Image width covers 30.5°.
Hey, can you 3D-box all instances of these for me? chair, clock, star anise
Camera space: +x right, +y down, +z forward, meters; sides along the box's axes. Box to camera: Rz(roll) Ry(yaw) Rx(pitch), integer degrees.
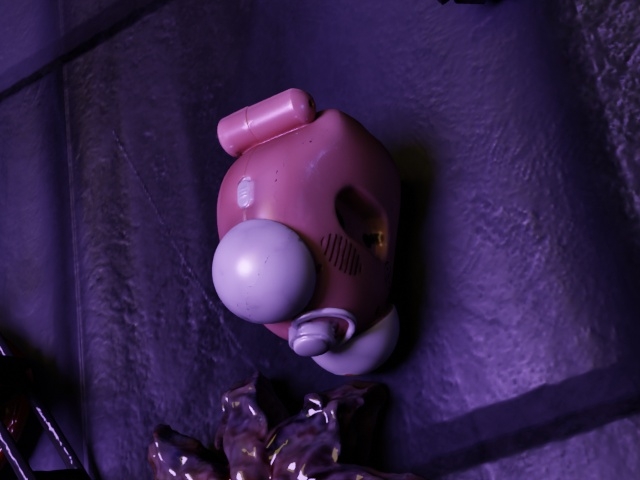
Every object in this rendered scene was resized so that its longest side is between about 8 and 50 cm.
[{"bbox_3d":[-0.296,0.137,0.896,0.154,0.141,0.260,-34,78,0],"label":"chair"},{"bbox_3d":[0.000,0.000,0.791,0.092,0.166,0.162,-17,56,29],"label":"clock"},{"bbox_3d":[-0.041,0.195,0.780,0.236,0.109,0.223,1,77,34],"label":"star anise"}]

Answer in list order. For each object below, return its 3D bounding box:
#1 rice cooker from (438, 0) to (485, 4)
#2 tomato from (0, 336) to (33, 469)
[{"bbox_3d":[0.129,-0.239,0.821,0.165,0.112,0.106,-30,63,23],"label":"rice cooker"},{"bbox_3d":[-0.327,0.147,1.008,0.166,0.082,0.174,26,85,12],"label":"tomato"}]
